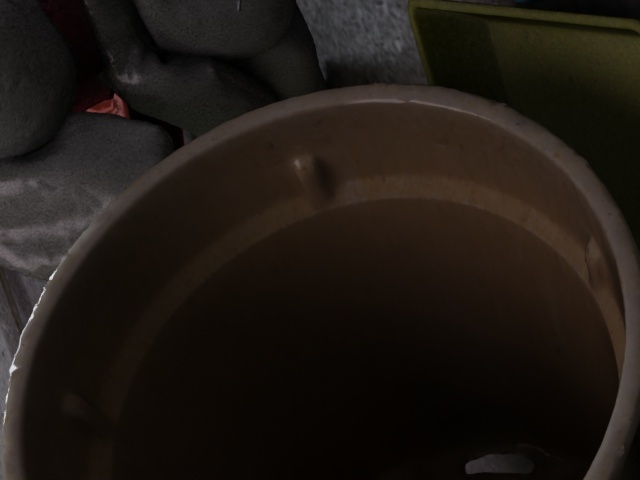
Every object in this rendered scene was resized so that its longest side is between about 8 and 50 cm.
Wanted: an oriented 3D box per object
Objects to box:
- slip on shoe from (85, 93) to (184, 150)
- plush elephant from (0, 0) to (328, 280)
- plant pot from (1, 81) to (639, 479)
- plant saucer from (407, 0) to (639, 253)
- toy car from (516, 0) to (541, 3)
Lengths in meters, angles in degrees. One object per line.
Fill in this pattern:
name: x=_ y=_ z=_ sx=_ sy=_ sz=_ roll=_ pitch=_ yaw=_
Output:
slip on shoe: x=-0.152 y=-0.142 z=1.423 sx=0.101 sy=0.123 sz=0.331 roll=-5 pitch=104 yaw=24
plush elephant: x=-0.147 y=-0.127 z=1.169 sx=0.330 sy=0.255 sz=0.272 roll=-152 pitch=36 yaw=-87
plant pot: x=0.045 y=0.138 z=1.073 sx=0.334 sy=0.334 sz=0.305 roll=39 pitch=168 yaw=37
plant saucer: x=0.143 y=-0.047 z=1.062 sx=0.188 sy=0.045 sz=0.188 roll=15 pitch=130 yaw=52
toy car: x=0.008 y=-0.226 z=0.973 sx=0.219 sy=0.238 sz=0.210 roll=51 pitch=146 yaw=25
